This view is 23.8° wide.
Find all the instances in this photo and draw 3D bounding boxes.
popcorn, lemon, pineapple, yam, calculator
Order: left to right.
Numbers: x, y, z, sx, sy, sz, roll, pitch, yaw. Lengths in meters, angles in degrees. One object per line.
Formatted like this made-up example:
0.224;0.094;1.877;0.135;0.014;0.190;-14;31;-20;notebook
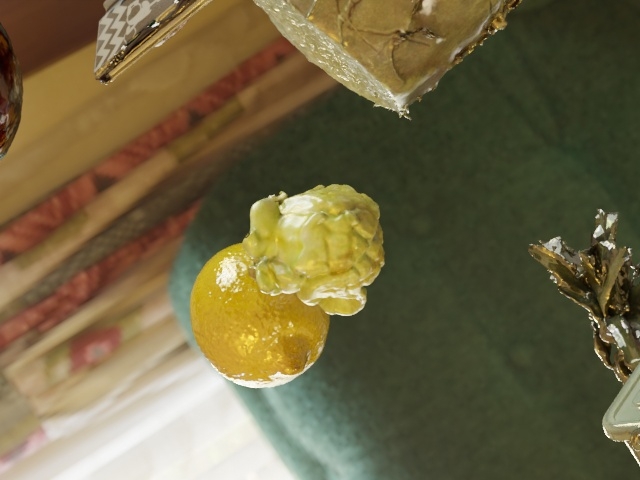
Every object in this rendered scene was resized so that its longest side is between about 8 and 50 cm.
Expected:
-0.178;-0.312;1.861;0.028;0.274;0.166;40;-153;-32;calculator
-0.084;0.098;2.053;0.244;0.187;0.187;-122;14;-46;lemon
0.000;0.000;1.551;0.162;0.141;0.135;42;126;-14;popcorn
0.098;-0.296;1.343;0.241;0.348;0.241;39;-175;-4;yam
0.380;0.123;1.724;0.364;0.165;0.165;49;161;1;pineapple

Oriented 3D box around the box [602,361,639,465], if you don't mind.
0.399;0.159;1.463;0.163;0.243;0.135;-13;114;44;box

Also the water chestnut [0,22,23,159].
-0.468;-0.192;1.741;0.244;0.289;0.289;-71;-37;-57;water chestnut

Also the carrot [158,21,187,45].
-0.236;-0.404;2.490;0.087;0.193;0.087;37;171;7;carrot
